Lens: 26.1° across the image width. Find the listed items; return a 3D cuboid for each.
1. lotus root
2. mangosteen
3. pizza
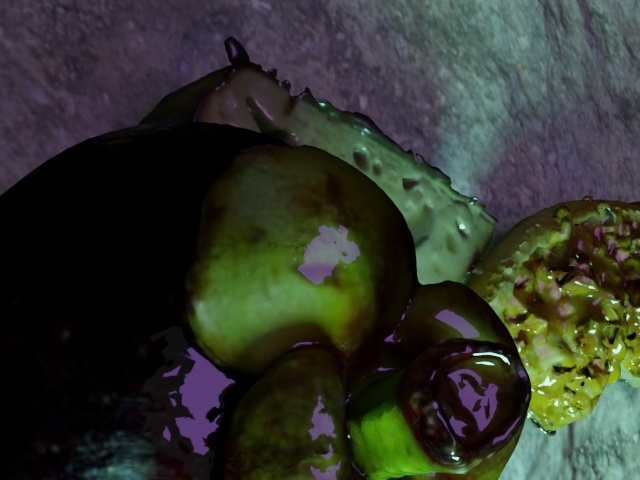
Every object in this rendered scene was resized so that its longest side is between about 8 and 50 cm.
[{"bbox_3d":[0.000,0.000,0.820,0.261,0.074,0.170,34,54,-35],"label":"lotus root"},{"bbox_3d":[-0.043,0.075,0.593,0.233,0.287,0.287,5,71,-18],"label":"mangosteen"},{"bbox_3d":[0.210,0.046,1.013,0.305,0.086,0.161,-12,86,-46],"label":"pizza"}]
